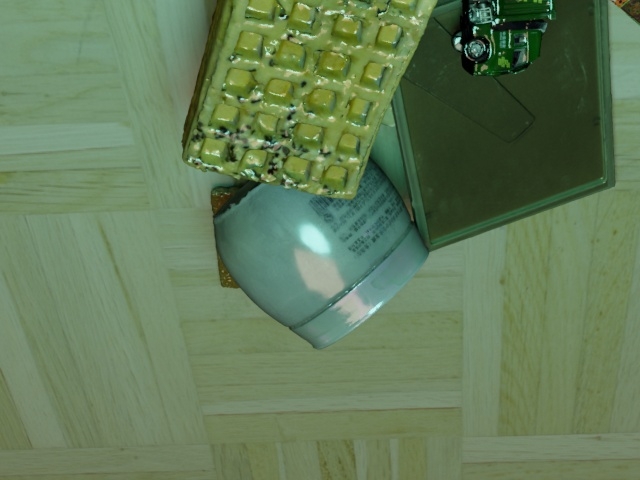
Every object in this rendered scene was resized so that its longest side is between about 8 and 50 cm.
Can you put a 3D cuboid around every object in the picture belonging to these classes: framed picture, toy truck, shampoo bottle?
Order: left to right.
[{"bbox_3d":[0.000,0.000,1.919,0.273,0.273,0.266,-35,97,32],"label":"shampoo bottle"},{"bbox_3d":[0.228,-0.340,1.635,0.121,0.088,0.259,-5,110,-5],"label":"toy truck"},{"bbox_3d":[0.262,-0.187,1.850,0.326,0.028,0.446,-19,135,-5],"label":"framed picture"}]

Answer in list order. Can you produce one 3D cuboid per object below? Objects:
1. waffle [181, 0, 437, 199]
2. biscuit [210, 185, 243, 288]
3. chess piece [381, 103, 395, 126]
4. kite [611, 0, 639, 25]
[{"bbox_3d":[-0.016,-0.231,1.642,0.261,0.114,0.376,10,131,-13],"label":"waffle"},{"bbox_3d":[-0.110,-0.004,2.128,0.131,0.025,0.231,1,137,1],"label":"biscuit"},{"bbox_3d":[0.047,-0.241,1.813,0.243,0.133,0.133,26,132,-32],"label":"chess piece"},{"bbox_3d":[0.469,-0.321,1.779,0.222,0.008,0.125,-7,143,-4],"label":"kite"}]
